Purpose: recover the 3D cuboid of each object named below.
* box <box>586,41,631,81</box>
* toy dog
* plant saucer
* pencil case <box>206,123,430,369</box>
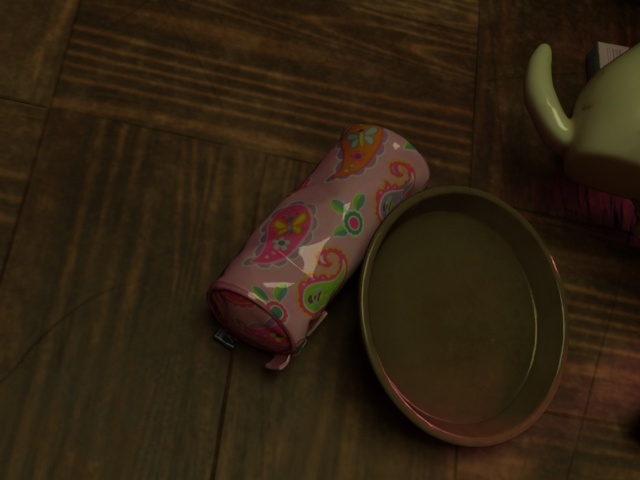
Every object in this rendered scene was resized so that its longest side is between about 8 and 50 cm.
[{"bbox_3d":[0.446,-0.177,1.317,0.186,0.038,0.145,9,63,-11],"label":"box"},{"bbox_3d":[0.476,-0.200,1.176,0.395,0.284,0.408,26,77,21],"label":"toy dog"},{"bbox_3d":[0.150,0.079,1.069,0.278,0.041,0.277,8,74,-29],"label":"plant saucer"},{"bbox_3d":[0.000,0.000,1.075,0.124,0.124,0.284,36,62,5],"label":"pencil case"}]
